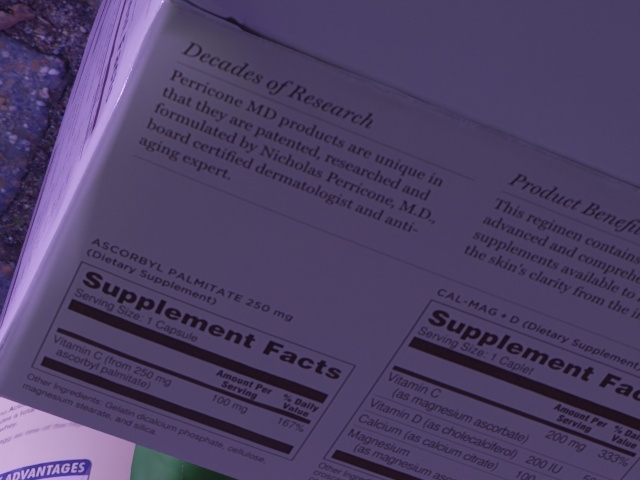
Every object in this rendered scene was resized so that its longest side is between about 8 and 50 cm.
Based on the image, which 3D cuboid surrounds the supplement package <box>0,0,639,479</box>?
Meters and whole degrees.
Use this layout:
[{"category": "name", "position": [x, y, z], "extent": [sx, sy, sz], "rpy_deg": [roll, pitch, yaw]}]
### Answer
[{"category": "supplement package", "position": [0.061, -0.025, 0.507], "extent": [0.204, 0.261, 0.145], "rpy_deg": [-85, 21, -50]}]

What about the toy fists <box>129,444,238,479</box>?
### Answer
[{"category": "toy fists", "position": [0.031, 0.046, 0.656], "extent": [0.279, 0.096, 0.142], "rpy_deg": [-13, -61, -56]}]

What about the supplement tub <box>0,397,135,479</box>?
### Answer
[{"category": "supplement tub", "position": [-0.105, 0.175, 0.921], "extent": [0.325, 0.235, 0.235], "rpy_deg": [-86, 21, -52]}]
